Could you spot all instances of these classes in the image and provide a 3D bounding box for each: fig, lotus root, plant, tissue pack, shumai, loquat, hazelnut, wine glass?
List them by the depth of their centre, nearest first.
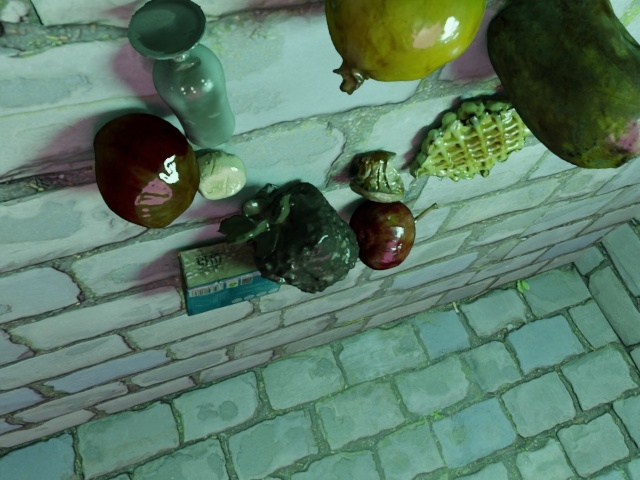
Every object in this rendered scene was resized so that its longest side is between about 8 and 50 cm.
[{"bbox_3d":[0.098,-0.304,0.680,0.214,0.213,0.246,12,118,-53],"label":"loquat"},{"bbox_3d":[-0.190,-0.231,0.749,0.103,0.103,0.231,-19,161,-6],"label":"wine glass"},{"bbox_3d":[-0.288,-0.117,0.861,0.170,0.160,0.201,-5,126,-24],"label":"hazelnut"},{"bbox_3d":[0.469,-0.287,0.916,0.251,0.345,0.250,-26,161,-9],"label":"lotus root"},{"bbox_3d":[-0.074,-0.021,1.174,0.215,0.213,0.312,-37,131,21],"label":"plant"},{"bbox_3d":[0.142,-0.157,1.213,0.146,0.145,0.116,-8,116,-31],"label":"shumai"},{"bbox_3d":[-0.238,0.084,1.362,0.271,0.133,0.192,-13,156,-21],"label":"tissue pack"},{"bbox_3d":[0.198,-0.028,1.448,0.187,0.203,0.250,7,-166,37],"label":"fig"}]

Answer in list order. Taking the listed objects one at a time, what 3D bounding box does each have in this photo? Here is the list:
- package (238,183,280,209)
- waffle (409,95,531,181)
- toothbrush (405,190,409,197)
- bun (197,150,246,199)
[{"bbox_3d":[-0.143,-0.098,1.193,0.110,0.015,0.037,-34,154,23],"label":"package"},{"bbox_3d":[0.384,-0.247,1.261,0.318,0.073,0.297,-7,154,-26],"label":"waffle"},{"bbox_3d":[0.184,-0.090,1.501,0.193,0.019,0.013,-34,155,31],"label":"toothbrush"},{"bbox_3d":[-0.202,-0.131,0.999,0.115,0.069,0.115,-18,158,-7],"label":"bun"}]
